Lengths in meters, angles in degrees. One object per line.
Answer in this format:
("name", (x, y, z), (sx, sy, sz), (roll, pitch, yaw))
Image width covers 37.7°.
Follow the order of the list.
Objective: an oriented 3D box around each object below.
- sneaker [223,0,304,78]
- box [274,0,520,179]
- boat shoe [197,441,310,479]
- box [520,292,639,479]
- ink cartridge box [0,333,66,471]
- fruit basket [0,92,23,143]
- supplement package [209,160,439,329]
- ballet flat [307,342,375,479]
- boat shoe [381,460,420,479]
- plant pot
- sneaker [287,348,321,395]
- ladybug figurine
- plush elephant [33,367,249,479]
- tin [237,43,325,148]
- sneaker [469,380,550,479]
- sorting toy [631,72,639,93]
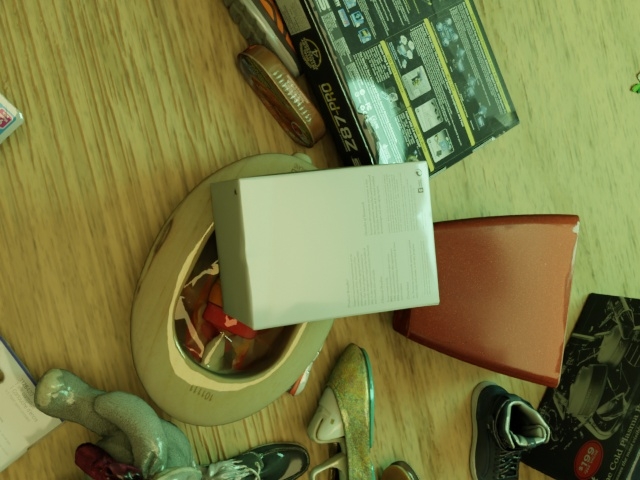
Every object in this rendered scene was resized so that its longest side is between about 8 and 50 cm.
("sneaker", (-0.073, -0.428, 1.489), (0.180, 0.124, 0.321), (-34, 100, -12))
("box", (0.128, -0.299, 1.507), (0.318, 0.097, 0.394), (-32, 106, -27))
("boat shoe", (-0.122, 0.387, 1.515), (0.233, 0.079, 0.084), (-11, 93, -17))
("box", (0.539, 0.286, 1.580), (0.179, 0.312, 0.343), (28, 83, -14))
("ink cartridge box", (-0.592, 0.245, 1.372), (0.307, 0.072, 0.303), (-38, 101, -28))
("fruit basket", (-0.659, -0.168, 1.307), (0.353, 0.165, 0.327), (-45, 102, -8))
("supplement package", (0.000, 0.000, 1.310), (0.263, 0.198, 0.199), (-7, 94, -17))
("ballet flat", (0.034, 0.347, 1.538), (0.123, 0.123, 0.348), (-6, 95, -16))
("boat shoe", (0.162, 0.468, 1.607), (0.073, 0.073, 0.206), (-27, 104, -52))
("plant pot", (0.254, 0.077, 1.535), (0.236, 0.267, 0.267), (8, 89, -4))
("sneaker", (-0.037, 0.176, 1.545), (0.065, 0.061, 0.157), (22, 84, -9))
("ladybug figurine", (-0.126, 0.067, 1.462), (0.305, 0.162, 0.449), (31, 83, -15))
("plush elephant", (-0.278, 0.369, 1.315), (0.330, 0.255, 0.271), (11, 106, -1))
("tin", (-0.061, -0.232, 1.502), (0.040, 0.106, 0.189), (-41, 106, -11))
("sneaker", (0.324, 0.366, 1.599), (0.086, 0.163, 0.226), (-9, 95, -17))
("sorting toy", (0.619, -0.292, 1.748), (0.083, 0.012, 0.062), (-40, 101, -12))
